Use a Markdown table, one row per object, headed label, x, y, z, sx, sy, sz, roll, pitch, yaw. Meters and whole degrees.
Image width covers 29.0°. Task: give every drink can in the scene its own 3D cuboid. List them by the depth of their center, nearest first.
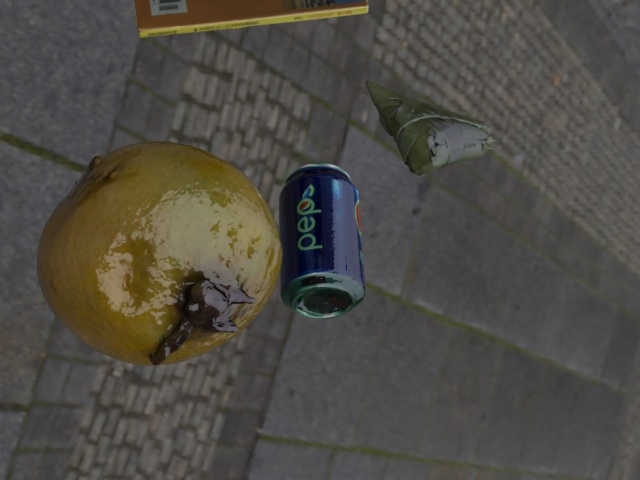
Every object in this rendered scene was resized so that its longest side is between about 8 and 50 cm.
| label | x | y | z | sx | sy | sz | roll | pitch | yaw |
| --- | --- | --- | --- | --- | --- | --- | --- | --- | --- |
| drink can | 0.000 | 0.000 | 1.708 | 0.118 | 0.118 | 0.205 | 56 | 25 | -54 |

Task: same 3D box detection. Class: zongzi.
| label | x | y | z | sx | sy | sz | roll | pitch | yaw |
| --- | --- | --- | --- | --- | --- | --- | --- | --- | --- |
| zongzi | 0.139 | -0.147 | 1.437 | 0.154 | 0.130 | 0.062 | -17 | 155 | -36 |

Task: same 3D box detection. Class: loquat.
| label | x | y | z | sx | sy | sz | roll | pitch | yaw |
| --- | --- | --- | --- | --- | --- | --- | --- | --- | --- |
| loquat | -0.153 | 0.017 | 1.215 | 0.244 | 0.244 | 0.244 | -34 | 131 | -51 |

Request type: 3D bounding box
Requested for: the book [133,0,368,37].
| label | x | y | z | sx | sy | sz | roll | pitch | yaw |
| --- | --- | --- | --- | --- | --- | --- | --- | --- | --- |
| book | -0.127 | -0.454 | 2.036 | 0.028 | 0.374 | 0.262 | 93 | -12 | -56 |
